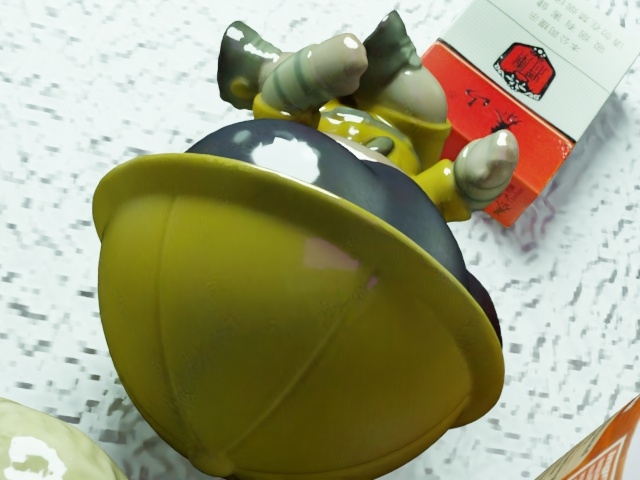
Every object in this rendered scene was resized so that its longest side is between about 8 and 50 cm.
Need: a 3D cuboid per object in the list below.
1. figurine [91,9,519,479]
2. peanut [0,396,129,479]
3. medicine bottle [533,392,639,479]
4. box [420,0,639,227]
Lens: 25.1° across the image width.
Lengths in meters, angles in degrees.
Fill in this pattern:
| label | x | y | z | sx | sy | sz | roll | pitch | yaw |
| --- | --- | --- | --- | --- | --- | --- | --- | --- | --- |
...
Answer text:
| label | x | y | z | sx | sy | sz | roll | pitch | yaw |
| --- | --- | --- | --- | --- | --- | --- | --- | --- | --- |
| figurine | -0.001 | 0.004 | 0.656 | 0.192 | 0.167 | 0.257 | 18 | 31 | 4 |
| peanut | -0.092 | 0.140 | 0.556 | 0.236 | 0.120 | 0.110 | 28 | 14 | 3 |
| medicine bottle | 0.210 | 0.165 | 0.590 | 0.253 | 0.241 | 0.252 | 10 | 58 | -17 |
| box | 0.111 | -0.091 | 0.829 | 0.100 | 0.048 | 0.152 | 37 | 51 | 4 |
